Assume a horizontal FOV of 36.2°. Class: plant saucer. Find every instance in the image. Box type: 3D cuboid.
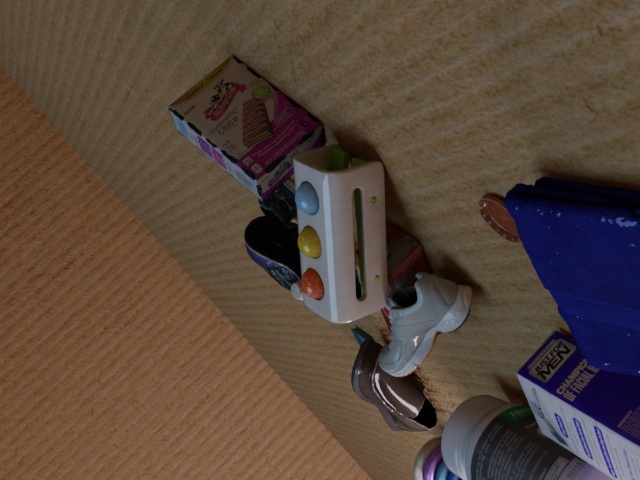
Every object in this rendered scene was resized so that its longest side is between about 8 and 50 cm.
[{"bbox_3d":[0.132,0.289,2.473,0.067,0.018,0.192,32,159,42],"label":"plant saucer"},{"bbox_3d":[0.258,-0.032,1.383,0.083,0.013,0.083,42,164,15],"label":"plant saucer"}]

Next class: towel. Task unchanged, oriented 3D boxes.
[{"bbox_3d":[0.373,0.052,1.202,0.227,0.076,0.308,11,141,53],"label":"towel"}]

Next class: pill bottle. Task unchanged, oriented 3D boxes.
[{"bbox_3d":[0.393,0.417,1.773,0.361,0.204,0.204,20,150,57],"label":"pill bottle"}]

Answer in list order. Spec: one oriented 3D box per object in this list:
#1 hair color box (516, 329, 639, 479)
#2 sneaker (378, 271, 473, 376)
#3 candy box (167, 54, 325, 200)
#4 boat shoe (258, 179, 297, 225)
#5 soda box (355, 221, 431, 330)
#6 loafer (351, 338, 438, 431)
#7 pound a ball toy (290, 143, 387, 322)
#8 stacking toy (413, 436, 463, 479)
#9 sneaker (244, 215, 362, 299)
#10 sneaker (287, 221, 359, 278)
[{"bbox_3d":[0.467,0.287,1.450,0.339,0.110,0.185,29,157,43],"label":"hair color box"},{"bbox_3d":[0.156,0.139,1.727,0.121,0.099,0.262,28,132,-9],"label":"sneaker"},{"bbox_3d":[-0.128,-0.199,1.703,0.233,0.159,0.071,39,161,24],"label":"candy box"},{"bbox_3d":[-0.110,-0.106,2.016,0.183,0.083,0.065,39,162,25],"label":"boat shoe"},{"bbox_3d":[0.154,0.089,1.812,0.092,0.083,0.263,33,159,37],"label":"soda box"},{"bbox_3d":[0.189,0.347,2.320,0.130,0.134,0.366,6,152,32],"label":"loafer"},{"bbox_3d":[0.000,0.000,1.687,0.208,0.135,0.319,29,129,49],"label":"pound a ball toy"},{"bbox_3d":[0.386,0.609,2.406,0.330,0.141,0.141,23,152,47],"label":"stacking toy"},{"bbox_3d":[-0.031,0.064,1.985,0.283,0.107,0.124,39,159,10],"label":"sneaker"},{"bbox_3d":[-0.021,-0.001,2.068,0.262,0.104,0.125,29,143,31],"label":"sneaker"}]
